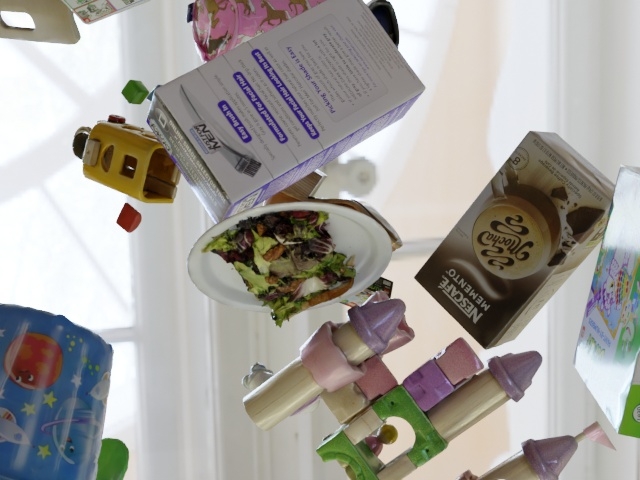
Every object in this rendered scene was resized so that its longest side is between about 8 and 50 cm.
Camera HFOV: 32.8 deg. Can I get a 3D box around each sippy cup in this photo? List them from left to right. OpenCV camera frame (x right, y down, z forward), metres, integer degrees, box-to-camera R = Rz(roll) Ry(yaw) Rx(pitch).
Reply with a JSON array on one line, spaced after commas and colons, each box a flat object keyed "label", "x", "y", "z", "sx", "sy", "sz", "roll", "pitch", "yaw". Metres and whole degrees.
[{"label": "sippy cup", "x": -0.327, "y": 0.194, "z": 1.152, "sx": 0.240, "sy": 0.224, "sz": 0.305, "roll": 15, "pitch": 156, "yaw": -1}]

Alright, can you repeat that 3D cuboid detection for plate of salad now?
[{"label": "plate of salad", "x": -0.028, "y": 0.028, "z": 1.051, "sx": 0.200, "sy": 0.048, "sz": 0.200, "roll": -4, "pitch": 147, "yaw": -3}]

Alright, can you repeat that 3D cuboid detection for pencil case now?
[{"label": "pencil case", "x": -0.093, "y": -0.448, "z": 2.263, "sx": 0.167, "sy": 0.160, "sz": 0.386, "roll": 10, "pitch": -163, "yaw": 42}]

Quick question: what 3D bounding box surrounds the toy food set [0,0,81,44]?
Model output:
[{"label": "toy food set", "x": -0.288, "y": -0.367, "z": 1.373, "sx": 0.220, "sy": 0.306, "sz": 0.092, "roll": 13, "pitch": 150, "yaw": 39}]

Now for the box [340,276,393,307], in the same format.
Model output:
[{"label": "box", "x": 0.016, "y": 0.066, "z": 1.961, "sx": 0.207, "sy": 0.036, "sz": 0.114, "roll": 23, "pitch": 156, "yaw": -24}]

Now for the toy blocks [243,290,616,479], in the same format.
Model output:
[{"label": "toy blocks", "x": 0.123, "y": 0.178, "z": 1.171, "sx": 0.260, "sy": 0.288, "sz": 0.309, "roll": -38, "pitch": 173, "yaw": 11}]

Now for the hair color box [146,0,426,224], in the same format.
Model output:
[{"label": "hair color box", "x": -0.046, "y": -0.186, "z": 1.495, "sx": 0.339, "sy": 0.185, "sz": 0.110, "roll": -32, "pitch": 173, "yaw": -24}]

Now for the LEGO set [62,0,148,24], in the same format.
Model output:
[{"label": "LEGO set", "x": -0.158, "y": -0.302, "z": 0.971, "sx": 0.244, "sy": 0.060, "sz": 0.182, "roll": -17, "pitch": 147, "yaw": 18}]

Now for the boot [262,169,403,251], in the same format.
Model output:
[{"label": "boot", "x": 0.000, "y": 0.000, "z": 2.146, "sx": 0.283, "sy": 0.220, "sz": 0.109, "roll": 34, "pitch": -170, "yaw": 8}]

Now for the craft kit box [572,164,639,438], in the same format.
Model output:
[{"label": "craft kit box", "x": 0.339, "y": 0.055, "z": 1.147, "sx": 0.061, "sy": 0.246, "sz": 0.250, "roll": 9, "pitch": -171, "yaw": 1}]

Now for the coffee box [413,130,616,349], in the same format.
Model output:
[{"label": "coffee box", "x": 0.305, "y": 0.000, "z": 1.653, "sx": 0.168, "sy": 0.297, "sz": 0.119, "roll": 45, "pitch": -156, "yaw": 22}]

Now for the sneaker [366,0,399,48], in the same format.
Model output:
[{"label": "sneaker", "x": 0.096, "y": -0.306, "z": 1.895, "sx": 0.081, "sy": 0.232, "sz": 0.090, "roll": -2, "pitch": -178, "yaw": -8}]

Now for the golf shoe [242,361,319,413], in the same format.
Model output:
[{"label": "golf shoe", "x": -0.061, "y": 0.288, "z": 1.982, "sx": 0.176, "sy": 0.069, "sz": 0.086, "roll": 27, "pitch": -174, "yaw": -37}]

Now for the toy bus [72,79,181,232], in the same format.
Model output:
[{"label": "toy bus", "x": -0.293, "y": -0.122, "z": 1.557, "sx": 0.202, "sy": 0.191, "sz": 0.104, "roll": -31, "pitch": 166, "yaw": 28}]
